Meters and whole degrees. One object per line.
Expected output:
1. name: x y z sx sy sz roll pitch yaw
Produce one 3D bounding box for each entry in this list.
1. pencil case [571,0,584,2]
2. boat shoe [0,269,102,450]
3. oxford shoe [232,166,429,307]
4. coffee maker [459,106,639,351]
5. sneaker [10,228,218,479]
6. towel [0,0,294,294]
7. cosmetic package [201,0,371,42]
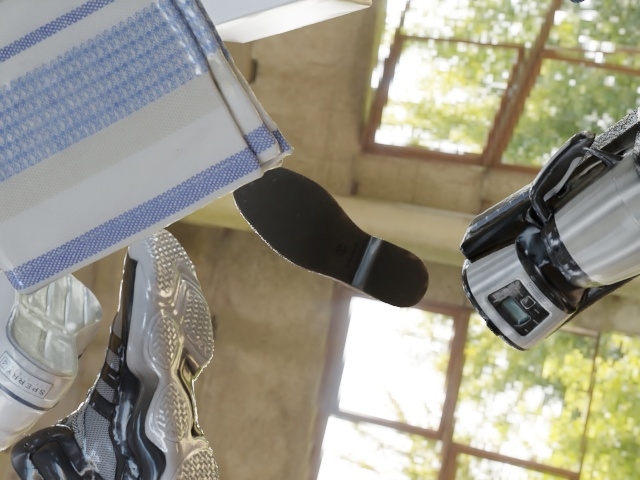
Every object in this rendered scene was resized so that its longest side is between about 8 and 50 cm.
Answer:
1. pencil case: 0.150 -0.304 0.547 0.410 0.159 0.184 114 169 -53
2. boat shoe: -0.211 0.073 0.820 0.076 0.083 0.226 -51 10 7
3. oxford shoe: 0.000 0.000 1.123 0.076 0.212 0.076 -58 17 -9
4. coffee maker: 0.211 -0.010 0.901 0.171 0.178 0.120 -16 -106 -55
5. sneaker: -0.171 0.126 0.949 0.101 0.153 0.269 35 -134 -63
6. towel: -0.172 -0.120 0.719 0.285 0.209 0.034 60 -171 -20
7. cosmetic package: -0.078 -0.373 1.657 0.224 0.224 0.138 -22 -80 -67
